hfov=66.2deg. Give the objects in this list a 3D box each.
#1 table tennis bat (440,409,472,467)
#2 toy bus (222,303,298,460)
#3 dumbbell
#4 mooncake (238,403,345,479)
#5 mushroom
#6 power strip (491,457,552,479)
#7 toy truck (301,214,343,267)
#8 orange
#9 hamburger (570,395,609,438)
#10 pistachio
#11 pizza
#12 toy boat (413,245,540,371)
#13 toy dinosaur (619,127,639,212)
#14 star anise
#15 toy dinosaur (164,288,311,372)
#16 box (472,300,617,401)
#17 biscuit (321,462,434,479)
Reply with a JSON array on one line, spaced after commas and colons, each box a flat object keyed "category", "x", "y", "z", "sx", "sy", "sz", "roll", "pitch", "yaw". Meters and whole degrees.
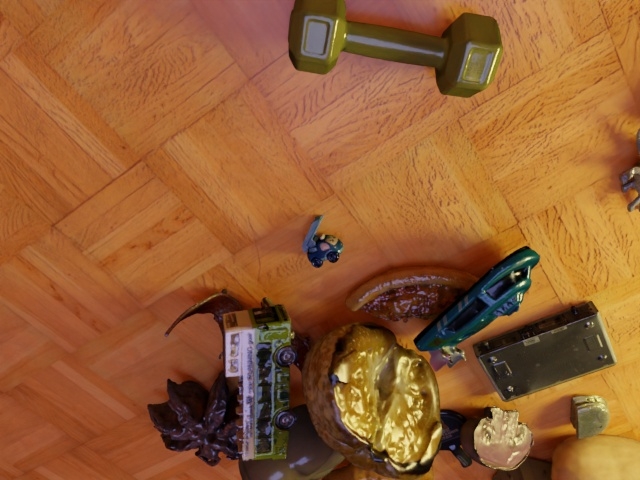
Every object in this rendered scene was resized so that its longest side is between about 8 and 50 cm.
[{"category": "table tennis bat", "x": 0.332, "y": 0.519, "z": 1.283, "sx": 0.150, "sy": 0.027, "sz": 0.236, "roll": -29, "pitch": 115, "yaw": 18}, {"category": "toy bus", "x": -0.122, "y": 0.284, "z": 0.977, "sx": 0.139, "sy": 0.113, "sz": 0.301, "roll": -2, "pitch": 103, "yaw": -13}, {"category": "dumbbell", "x": 0.104, "y": -0.285, "z": 0.714, "sx": 0.302, "sy": 0.108, "sz": 0.121, "roll": 9, "pitch": 123, "yaw": -4}, {"category": "mooncake", "x": -0.062, "y": 0.509, "z": 1.162, "sx": 0.275, "sy": 0.135, "sz": 0.275, "roll": -23, "pitch": 145, "yaw": -17}, {"category": "mushroom", "x": 0.415, "y": 0.483, "z": 1.202, "sx": 0.188, "sy": 0.141, "sz": 0.117, "roll": 18, "pitch": 153, "yaw": -26}, {"category": "power strip", "x": 0.601, "y": 0.691, "z": 1.318, "sx": 0.224, "sy": 0.140, "sz": 0.139, "roll": 17, "pitch": 120, "yaw": -9}, {"category": "toy truck", "x": 0.000, "y": 0.000, "z": 0.938, "sx": 0.073, "sy": 0.056, "sz": 0.090, "roll": -18, "pitch": 108, "yaw": 19}, {"category": "orange", "x": 0.096, "y": 0.328, "z": 1.035, "sx": 0.369, "sy": 0.271, "sz": 0.210, "roll": 43, "pitch": 142, "yaw": -21}, {"category": "hamburger", "x": 0.661, "y": 0.424, "z": 1.198, "sx": 0.084, "sy": 0.054, "sz": 0.121, "roll": -12, "pitch": 115, "yaw": 11}, {"category": "pistachio", "x": 0.713, "y": 0.580, "z": 1.217, "sx": 0.299, "sy": 0.187, "sz": 0.187, "roll": -3, "pitch": 123, "yaw": -5}, {"category": "pizza", "x": 0.185, "y": 0.112, "z": 1.002, "sx": 0.271, "sy": 0.056, "sz": 0.134, "roll": -1, "pitch": 115, "yaw": 3}, {"category": "toy boat", "x": 0.321, "y": 0.140, "z": 0.957, "sx": 0.134, "sy": 0.092, "sz": 0.299, "roll": 1, "pitch": 137, "yaw": -47}, {"category": "toy dinosaur", "x": 0.562, "y": -0.126, "z": 0.847, "sx": 0.082, "sy": 0.039, "sz": 0.209, "roll": -25, "pitch": 130, "yaw": 12}, {"category": "star anise", "x": -0.260, "y": 0.445, "z": 1.191, "sx": 0.332, "sy": 0.117, "sz": 0.331, "roll": -2, "pitch": 127, "yaw": -2}, {"category": "toy dinosaur", "x": -0.143, "y": 0.230, "z": 1.053, "sx": 0.207, "sy": 0.113, "sz": 0.327, "roll": -23, "pitch": 121, "yaw": 15}, {"category": "box", "x": 0.500, "y": 0.255, "z": 1.094, "sx": 0.270, "sy": 0.045, "sz": 0.211, "roll": -25, "pitch": 120, "yaw": 16}, {"category": "biscuit", "x": 0.150, "y": 0.630, "z": 1.266, "sx": 0.296, "sy": 0.102, "sz": 0.296, "roll": -7, "pitch": 144, "yaw": -5}]
